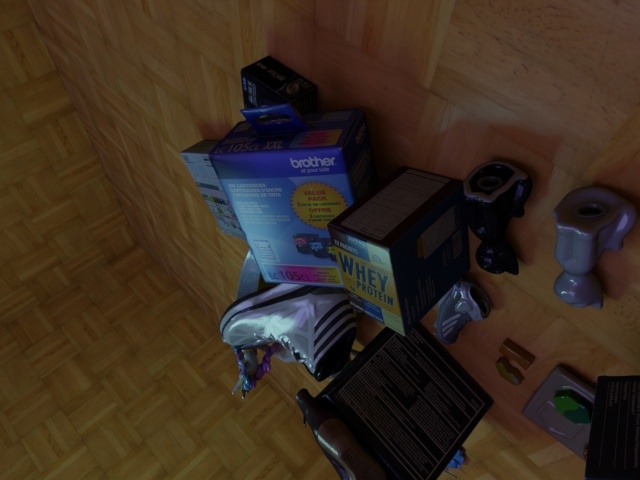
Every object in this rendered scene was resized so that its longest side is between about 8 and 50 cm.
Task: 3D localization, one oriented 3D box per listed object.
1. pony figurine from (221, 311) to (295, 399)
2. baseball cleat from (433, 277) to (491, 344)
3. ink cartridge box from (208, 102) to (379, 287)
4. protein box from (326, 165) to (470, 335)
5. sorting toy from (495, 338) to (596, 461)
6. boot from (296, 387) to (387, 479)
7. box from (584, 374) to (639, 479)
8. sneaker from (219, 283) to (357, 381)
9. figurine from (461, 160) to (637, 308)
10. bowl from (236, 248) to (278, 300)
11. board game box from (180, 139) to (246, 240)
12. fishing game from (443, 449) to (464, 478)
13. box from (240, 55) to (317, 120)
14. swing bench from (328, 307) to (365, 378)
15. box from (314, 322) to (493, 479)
[{"bbox_3d":[-0.196,0.344,1.636,0.303,0.351,0.363,54,-169,-52],"label":"pony figurine"},{"bbox_3d":[0.283,0.154,0.911,0.109,0.072,0.205,20,144,37],"label":"baseball cleat"},{"bbox_3d":[-0.032,-0.096,0.892,0.270,0.151,0.395,1,130,23],"label":"ink cartridge box"},{"bbox_3d":[0.147,0.014,0.802,0.136,0.201,0.199,25,143,43],"label":"protein box"},{"bbox_3d":[0.467,0.332,0.871,0.307,0.041,0.229,36,149,29],"label":"sorting toy"},{"bbox_3d":[0.046,0.464,1.028,0.207,0.090,0.248,32,151,58],"label":"boot"},{"bbox_3d":[0.540,0.333,0.515,0.313,0.179,0.343,-22,106,43],"label":"box"},{"bbox_3d":[-0.094,0.254,1.170,0.447,0.169,0.257,-32,63,33],"label":"sneaker"},{"bbox_3d":[0.320,0.006,0.667,0.215,0.092,0.209,27,152,39],"label":"figurine"},{"bbox_3d":[-0.164,0.151,1.480,0.156,0.289,0.289,13,163,-21],"label":"bowl"},{"bbox_3d":[-0.281,-0.152,1.394,0.224,0.097,0.303,17,136,50],"label":"board game box"},{"bbox_3d":[0.362,0.625,1.409,0.189,0.041,0.264,8,125,44],"label":"fishing game"},{"bbox_3d":[-0.087,-0.268,0.961,0.147,0.077,0.180,39,151,22],"label":"box"},{"bbox_3d":[0.030,0.278,1.358,0.255,0.165,0.253,30,147,37],"label":"swing bench"},{"bbox_3d":[0.193,0.393,1.098,0.296,0.294,0.182,48,154,9],"label":"box"}]
